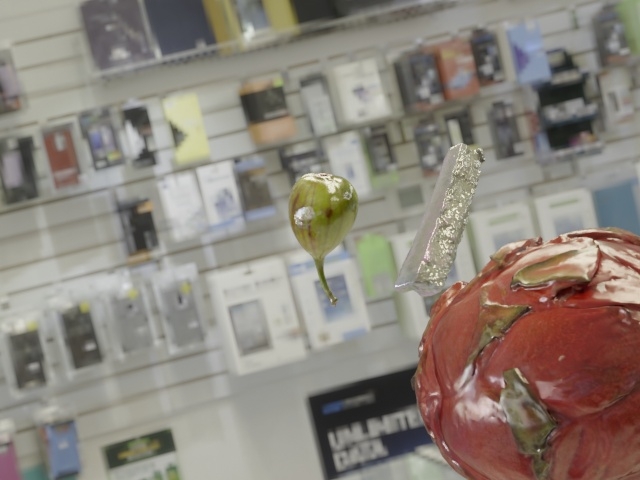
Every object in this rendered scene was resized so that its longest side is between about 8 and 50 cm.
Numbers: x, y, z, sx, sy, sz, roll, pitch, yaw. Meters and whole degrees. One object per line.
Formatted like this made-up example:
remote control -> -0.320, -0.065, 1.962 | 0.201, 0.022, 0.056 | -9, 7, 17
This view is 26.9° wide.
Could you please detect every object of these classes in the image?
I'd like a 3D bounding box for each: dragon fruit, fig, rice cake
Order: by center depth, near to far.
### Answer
dragon fruit -> 0.241, 0.125, 1.272 | 0.277, 0.277, 0.342 | -16, 4, -33
rice cake -> 0.141, -0.025, 1.545 | 0.055, 0.049, 0.270 | -47, 12, 43
fig -> 0.001, -0.003, 1.672 | 0.093, 0.166, 0.093 | 4, -5, 0
